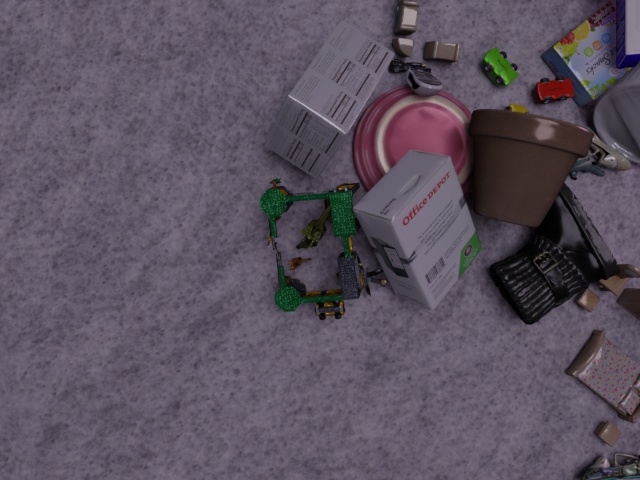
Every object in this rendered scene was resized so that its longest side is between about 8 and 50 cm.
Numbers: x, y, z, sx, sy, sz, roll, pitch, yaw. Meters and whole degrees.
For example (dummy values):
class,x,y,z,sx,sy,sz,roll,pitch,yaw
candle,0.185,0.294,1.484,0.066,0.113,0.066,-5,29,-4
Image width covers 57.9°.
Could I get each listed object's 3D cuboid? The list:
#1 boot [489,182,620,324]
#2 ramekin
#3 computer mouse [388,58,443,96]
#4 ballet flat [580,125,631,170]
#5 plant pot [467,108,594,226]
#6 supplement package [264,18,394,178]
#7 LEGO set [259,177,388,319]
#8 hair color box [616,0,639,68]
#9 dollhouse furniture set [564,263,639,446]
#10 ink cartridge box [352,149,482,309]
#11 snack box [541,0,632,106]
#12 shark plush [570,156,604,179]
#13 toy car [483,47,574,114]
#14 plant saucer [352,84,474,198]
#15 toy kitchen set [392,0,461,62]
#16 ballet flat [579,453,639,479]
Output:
class,x,y,z,sx,sy,sz,roll,pitch,yaw
boot,0.518,0.002,1.406,0.260,0.131,0.348,-29,70,11
ramekin,0.823,-0.315,1.404,0.273,0.273,0.127,38,70,-4
computer mouse,0.233,-0.382,1.381,0.106,0.193,0.042,6,123,-12
ballet flat,0.713,-0.223,1.481,0.168,0.057,0.052,41,71,6
plant pot,0.448,-0.155,1.302,0.263,0.263,0.229,10,99,-7
supplement package,0.018,-0.310,1.283,0.145,0.204,0.262,32,61,-5
LEGO set,0.000,0.000,1.336,0.254,0.192,0.331,-13,99,13
hair color box,0.822,-0.600,1.395,0.185,0.110,0.339,1,88,15
dollhouse furniture set,0.720,0.277,1.391,0.303,0.174,0.356,38,82,-3
ink cartridge box,0.223,-0.024,1.281,0.211,0.121,0.289,-46,130,-21
snack box,0.707,-0.477,1.489,0.207,0.070,0.174,-38,92,-7
shark plush,0.654,-0.188,1.488,0.161,0.073,0.067,5,106,-27
toy car,0.491,-0.386,1.463,0.239,0.053,0.225,-41,92,-9
plant saucer,0.246,-0.222,1.406,0.332,0.084,0.332,0,87,-7
toy kitchen set,0.268,-0.556,1.432,0.166,0.122,0.207,4,106,-7
ballet flat,0.726,0.565,1.436,0.188,0.070,0.070,-2,87,-9
